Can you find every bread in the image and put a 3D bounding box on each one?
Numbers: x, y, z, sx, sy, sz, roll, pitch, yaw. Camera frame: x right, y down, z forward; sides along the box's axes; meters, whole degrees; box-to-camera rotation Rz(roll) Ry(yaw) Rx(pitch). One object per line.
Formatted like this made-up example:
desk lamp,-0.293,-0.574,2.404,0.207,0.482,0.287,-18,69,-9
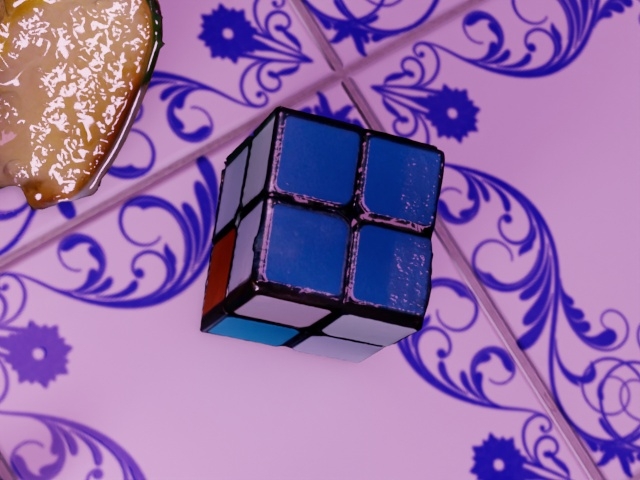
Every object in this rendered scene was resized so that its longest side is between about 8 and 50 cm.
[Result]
bread,-0.244,-0.165,1.699,0.174,0.251,0.133,23,25,-11

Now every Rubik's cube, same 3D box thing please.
Rubik's cube,-0.001,0.000,1.709,0.167,0.180,0.183,14,73,-16
